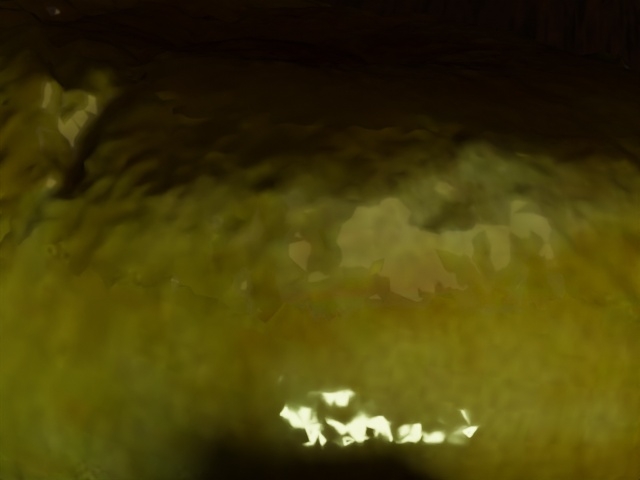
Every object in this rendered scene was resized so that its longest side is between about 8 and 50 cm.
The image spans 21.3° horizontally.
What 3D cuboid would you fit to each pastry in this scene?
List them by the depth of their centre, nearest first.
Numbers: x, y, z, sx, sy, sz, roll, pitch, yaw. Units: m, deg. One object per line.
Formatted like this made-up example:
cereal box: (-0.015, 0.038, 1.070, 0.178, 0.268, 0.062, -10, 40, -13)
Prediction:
pastry: (0.000, 0.000, 0.606, 0.356, 0.163, 0.356, 11, 14, -3)
